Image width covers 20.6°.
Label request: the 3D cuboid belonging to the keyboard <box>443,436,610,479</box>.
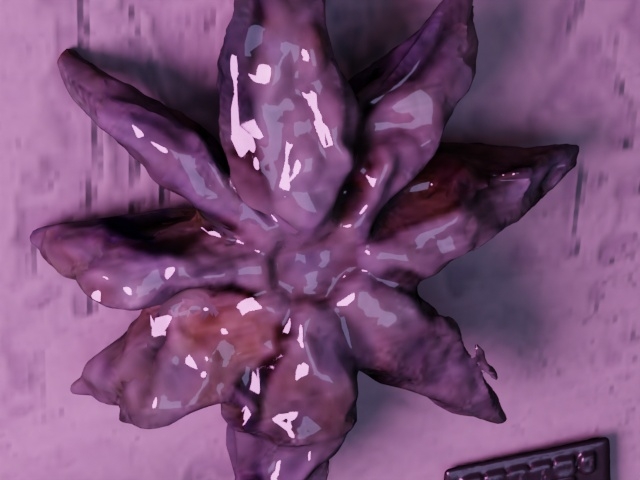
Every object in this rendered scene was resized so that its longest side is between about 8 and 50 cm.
[{"bbox_3d":[0.084,0.168,0.676,0.067,0.011,0.202,-10,115,-11],"label":"keyboard"}]

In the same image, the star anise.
[{"bbox_3d":[0.000,0.000,0.548,0.180,0.061,0.204,14,108,-22],"label":"star anise"}]
